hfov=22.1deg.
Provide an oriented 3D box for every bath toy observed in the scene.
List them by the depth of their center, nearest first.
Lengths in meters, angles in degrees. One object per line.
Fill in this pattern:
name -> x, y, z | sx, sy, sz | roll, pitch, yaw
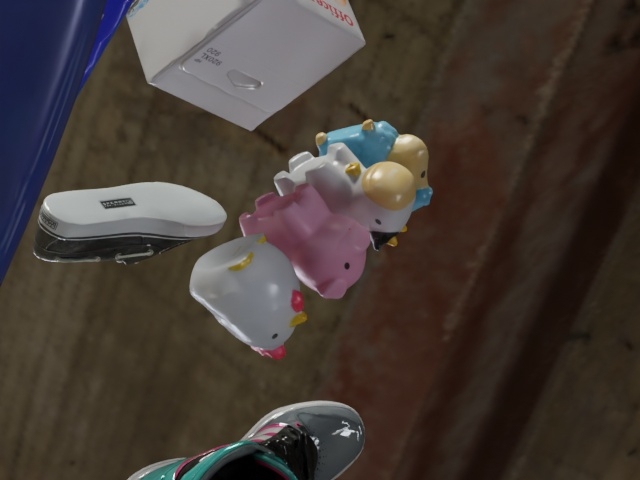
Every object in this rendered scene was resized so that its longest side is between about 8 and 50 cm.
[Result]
bath toy -> 0.000, 0.000, 1.717 | 0.151, 0.348, 0.129 | -9, -65, 36

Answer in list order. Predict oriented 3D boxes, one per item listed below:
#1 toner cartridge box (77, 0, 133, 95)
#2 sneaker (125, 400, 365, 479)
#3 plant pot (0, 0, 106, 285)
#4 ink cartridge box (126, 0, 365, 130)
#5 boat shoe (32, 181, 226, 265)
toner cartridge box -> -0.255, -0.040, 0.896 | 0.348, 0.165, 0.075 | -60, -162, -7
sneaker -> -0.047, 0.243, 1.686 | 0.178, 0.295, 0.124 | -1, -73, 60
plant pot -> -0.195, -0.001, 0.404 | 0.236, 0.236, 0.212 | -176, -81, -74
ink cartridge box -> -0.094, -0.268, 1.698 | 0.168, 0.171, 0.232 | -35, -121, 25
boat shoe -> -0.207, -0.014, 1.767 | 0.078, 0.219, 0.070 | 55, -45, 40
